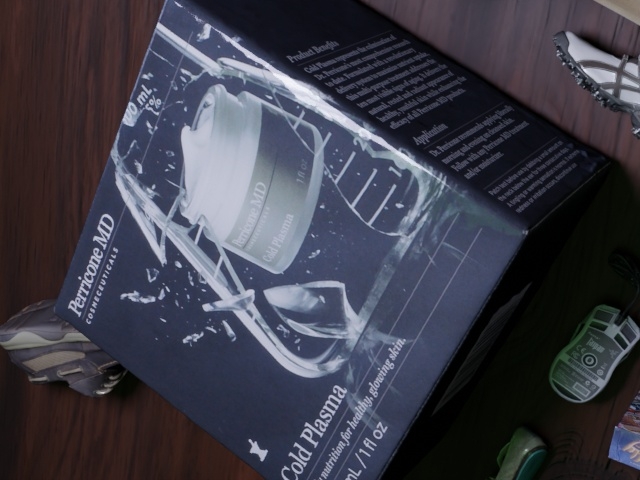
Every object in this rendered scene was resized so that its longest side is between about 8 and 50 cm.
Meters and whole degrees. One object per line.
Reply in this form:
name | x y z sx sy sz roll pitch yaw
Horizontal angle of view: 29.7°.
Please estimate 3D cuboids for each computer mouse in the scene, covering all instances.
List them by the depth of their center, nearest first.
computer mouse | 0.341 0.111 1.443 0.106 0.042 0.193 37 117 8

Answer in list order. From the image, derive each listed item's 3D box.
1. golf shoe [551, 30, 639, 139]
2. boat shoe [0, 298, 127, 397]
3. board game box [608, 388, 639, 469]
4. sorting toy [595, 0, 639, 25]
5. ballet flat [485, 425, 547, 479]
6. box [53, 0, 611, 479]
golf shoe | 0.345 -0.177 1.322 0.198 0.077 0.094 43 102 11
boat shoe | -0.334 0.157 1.815 0.355 0.132 0.130 -4 116 40
board game box | 0.454 0.228 1.311 0.243 0.165 0.042 20 117 23
sorting toy | 0.437 -0.295 1.238 0.307 0.041 0.229 32 124 9
ballet flat | 0.245 0.312 1.575 0.052 0.057 0.168 49 126 40
box | 0.000 0.000 1.450 0.472 0.297 0.480 36 122 16
